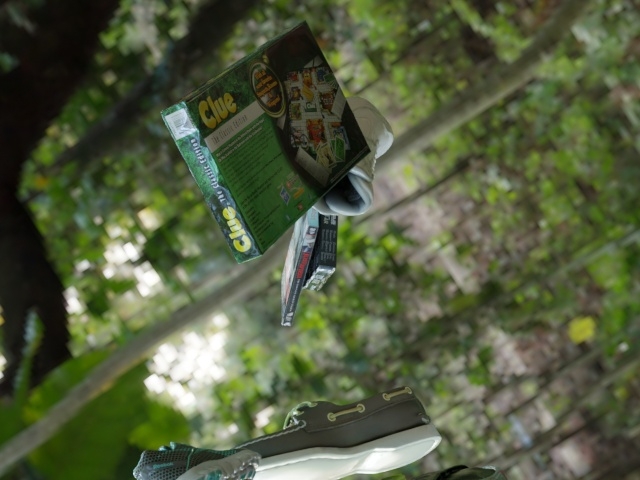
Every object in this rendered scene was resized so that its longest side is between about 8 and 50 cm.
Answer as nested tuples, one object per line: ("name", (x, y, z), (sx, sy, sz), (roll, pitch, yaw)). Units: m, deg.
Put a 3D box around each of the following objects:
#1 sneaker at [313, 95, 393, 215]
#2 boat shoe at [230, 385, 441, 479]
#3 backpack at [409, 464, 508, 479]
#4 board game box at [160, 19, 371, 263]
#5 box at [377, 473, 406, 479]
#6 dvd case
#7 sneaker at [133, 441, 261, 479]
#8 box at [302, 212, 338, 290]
("sneaker", (0.016, -0.070, 1.583), (0.115, 0.090, 0.232), (49, -151, 14))
("boat shoe", (0.007, 0.248, 2.030), (0.109, 0.305, 0.091), (-54, 52, 48))
("backpack", (0.090, 0.297, 1.406), (0.191, 0.225, 0.253), (60, -171, 1))
("board game box", (-0.038, -0.089, 1.355), (0.136, 0.030, 0.259), (66, -152, -11))
("box", (0.070, 0.307, 1.701), (0.178, 0.042, 0.109), (11, -120, -75))
("dvd case", (-0.021, 0.013, 1.615), (0.087, 0.013, 0.119), (-92, 14, -59))
("sneaker", (-0.110, 0.204, 1.456), (0.076, 0.065, 0.166), (28, -176, 19))
("box", (0.000, 0.000, 1.617), (0.067, 0.018, 0.083), (125, 151, -63))
